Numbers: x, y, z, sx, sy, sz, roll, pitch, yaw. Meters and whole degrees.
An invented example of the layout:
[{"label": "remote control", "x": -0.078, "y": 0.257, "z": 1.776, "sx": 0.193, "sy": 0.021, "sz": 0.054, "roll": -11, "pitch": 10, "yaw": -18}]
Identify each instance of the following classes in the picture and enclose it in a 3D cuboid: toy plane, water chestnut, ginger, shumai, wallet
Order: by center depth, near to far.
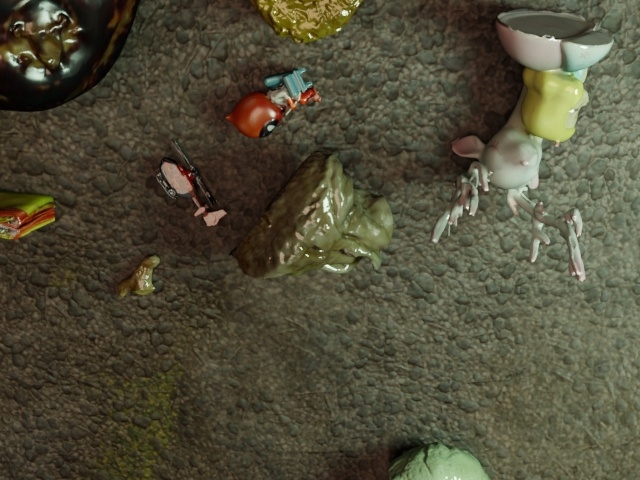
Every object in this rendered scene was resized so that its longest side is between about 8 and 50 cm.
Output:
[{"label": "water chestnut", "x": -0.410, "y": -0.344, "z": 1.002, "sx": 0.350, "sy": 0.302, "sz": 0.351, "roll": -21, "pitch": 132, "yaw": -25}, {"label": "shumai", "x": 0.001, "y": -0.001, "z": 1.124, "sx": 0.185, "sy": 0.184, "sz": 0.218, "roll": 38, "pitch": 93, "yaw": -6}, {"label": "wallet", "x": -0.546, "y": -0.046, "z": 1.170, "sx": 0.241, "sy": 0.141, "sz": 0.067, "roll": 3, "pitch": 103, "yaw": 2}, {"label": "toy plane", "x": -0.206, "y": -0.082, "z": 1.191, "sx": 0.060, "sy": 0.037, "sz": 0.145, "roll": -34, "pitch": 98, "yaw": 3}, {"label": "ginger", "x": -0.290, "y": 0.068, "z": 1.246, "sx": 0.097, "sy": 0.030, "sz": 0.048, "roll": -43, "pitch": 99, "yaw": 16}]

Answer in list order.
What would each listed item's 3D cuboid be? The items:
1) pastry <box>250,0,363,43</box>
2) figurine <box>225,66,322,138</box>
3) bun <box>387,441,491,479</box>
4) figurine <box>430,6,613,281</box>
[{"label": "pastry", "x": -0.022, "y": -0.372, "z": 1.051, "sx": 0.188, "sy": 0.103, "sz": 0.189, "roll": 1, "pitch": 108, "yaw": 3}, {"label": "figurine", "x": -0.072, "y": -0.201, "z": 1.127, "sx": 0.140, "sy": 0.068, "sz": 0.075, "roll": -29, "pitch": 106, "yaw": 10}, {"label": "bun", "x": 0.179, "y": 0.419, "z": 1.278, "sx": 0.203, "sy": 0.127, "sz": 0.212, "roll": 24, "pitch": 116, "yaw": -31}, {"label": "figurine", "x": 0.267, "y": -0.131, "z": 1.033, "sx": 0.206, "sy": 0.284, "sz": 0.316, "roll": 8, "pitch": 120, "yaw": 3}]
